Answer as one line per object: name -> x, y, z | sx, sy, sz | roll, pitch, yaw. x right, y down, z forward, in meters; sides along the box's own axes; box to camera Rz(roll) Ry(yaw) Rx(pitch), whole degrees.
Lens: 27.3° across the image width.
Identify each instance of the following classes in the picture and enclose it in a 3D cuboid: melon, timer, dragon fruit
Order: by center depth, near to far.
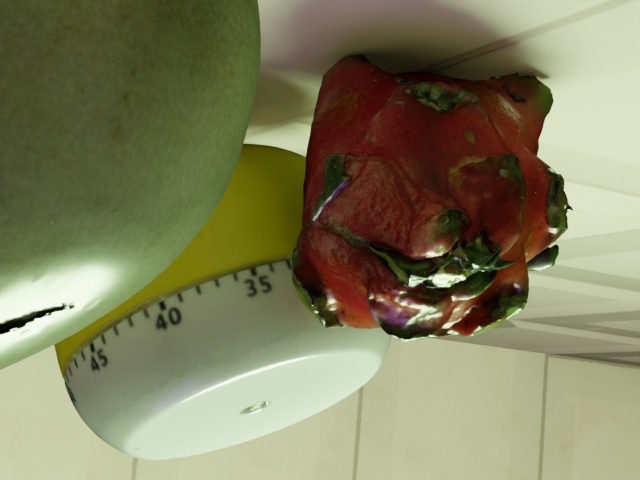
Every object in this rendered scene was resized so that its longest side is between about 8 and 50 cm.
melon -> -0.169, -0.071, 0.469 | 0.330, 0.269, 0.268 | 2, 175, -40
dragon fruit -> 0.092, -0.019, 0.890 | 0.269, 0.198, 0.200 | 17, -152, -45
timer -> -0.092, 0.008, 1.028 | 0.285, 0.285, 0.285 | 5, 171, 1
